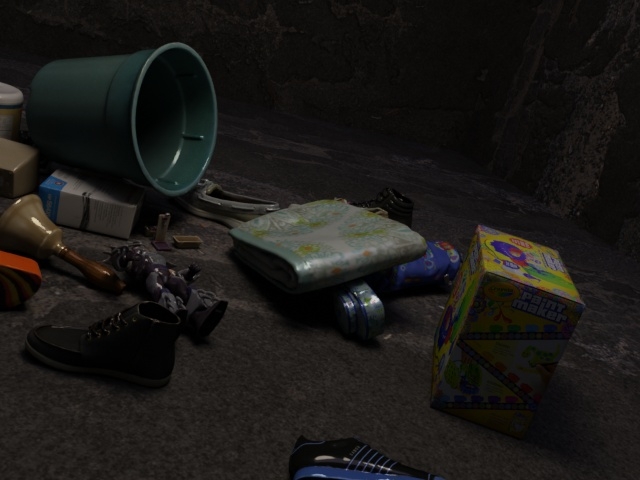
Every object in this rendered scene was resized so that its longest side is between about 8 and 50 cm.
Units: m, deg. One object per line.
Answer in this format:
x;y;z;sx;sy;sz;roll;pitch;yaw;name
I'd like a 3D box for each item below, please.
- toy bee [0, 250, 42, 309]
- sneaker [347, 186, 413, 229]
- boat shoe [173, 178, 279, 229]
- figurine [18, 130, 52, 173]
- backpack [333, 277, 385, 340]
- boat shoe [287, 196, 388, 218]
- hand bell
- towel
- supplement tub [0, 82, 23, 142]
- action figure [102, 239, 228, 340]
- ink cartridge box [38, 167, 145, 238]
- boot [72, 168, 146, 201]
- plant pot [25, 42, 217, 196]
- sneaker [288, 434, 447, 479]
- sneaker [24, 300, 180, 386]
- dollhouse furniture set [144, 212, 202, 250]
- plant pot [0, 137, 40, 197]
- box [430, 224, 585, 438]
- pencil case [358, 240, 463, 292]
-0.605;0.041;0.990;0.298;0.162;0.195;37;5;-19;toy bee
0.152;-0.109;1.972;0.295;0.147;0.104;17;21;3;sneaker
-0.253;-0.105;1.688;0.320;0.103;0.118;25;21;20;boat shoe
-0.708;-0.247;1.730;0.214;0.092;0.209;1;21;-39;figurine
0.078;0.146;1.303;0.084;0.105;0.114;-17;33;-20;backpack
0.050;-0.072;1.852;0.302;0.103;0.113;11;20;-16;boat shoe
-0.471;0.030;1.199;0.242;0.126;0.126;32;21;3;hand bell
0.000;0.000;1.435;0.320;0.090;0.374;-17;23;-26;towel
-0.804;-0.275;1.543;0.144;0.200;0.144;16;20;-6;supplement tub
-0.289;0.074;1.183;0.185;0.099;0.285;8;24;-43;action figure
-0.513;-0.085;1.445;0.203;0.086;0.148;14;19;-10;ink cartridge box
-0.536;-0.136;1.620;0.190;0.069;0.086;22;-2;24;boot
-0.469;-0.289;1.501;0.334;0.341;0.341;8;16;21;plant pot
0.072;0.316;0.871;0.232;0.081;0.090;13;27;-8;sneaker
-0.324;0.136;0.967;0.222;0.118;0.083;14;20;-9;sneaker
-0.330;-0.032;1.464;0.114;0.081;0.091;1;25;-38;dollhouse furniture set
-0.715;-0.157;1.460;0.109;0.109;0.096;15;33;-6;plant pot
0.340;0.158;1.221;0.177;0.279;0.290;19;19;5;box
0.228;0.066;1.613;0.306;0.119;0.133;-1;48;-43;pencil case
